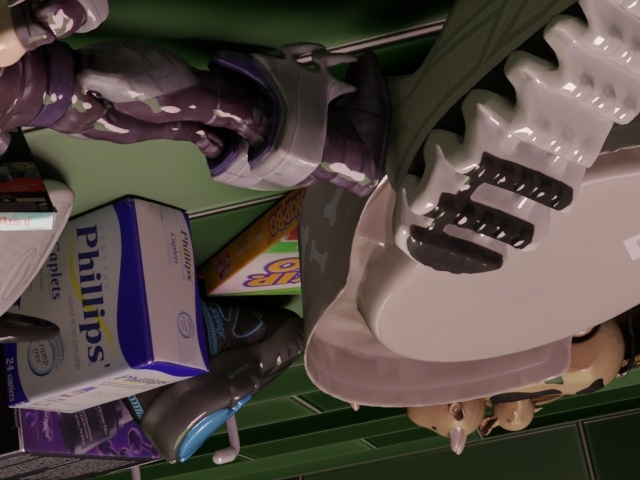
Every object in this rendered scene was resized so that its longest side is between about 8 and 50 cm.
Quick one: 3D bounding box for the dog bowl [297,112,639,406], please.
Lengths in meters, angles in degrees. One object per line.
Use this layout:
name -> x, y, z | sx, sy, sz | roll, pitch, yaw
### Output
dog bowl -> 0.143, -0.007, 0.813 | 0.348, 0.102, 0.349 | -15, 153, -8

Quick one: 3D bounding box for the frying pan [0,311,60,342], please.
frying pan -> -0.321, 0.046, 0.711 | 0.326, 0.053, 0.197 | 9, -163, -11

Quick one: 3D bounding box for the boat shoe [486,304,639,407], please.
boat shoe -> 0.324, 0.119, 1.467 | 0.307, 0.111, 0.104 | -16, 162, -14

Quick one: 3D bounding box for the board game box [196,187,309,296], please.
board game box -> 0.000, 0.000, 0.983 | 0.124, 0.039, 0.259 | 0, 163, -28

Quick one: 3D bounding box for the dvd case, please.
dvd case -> -0.192, -0.036, 0.631 | 0.087, 0.119, 0.013 | -2, 119, -24

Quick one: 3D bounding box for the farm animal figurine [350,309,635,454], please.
farm animal figurine -> 0.174, 0.132, 1.262 | 0.326, 0.172, 0.330 | -18, 163, 28

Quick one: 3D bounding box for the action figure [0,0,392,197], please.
action figure -> -0.111, -0.073, 0.571 | 0.285, 0.099, 0.185 | 6, 164, -34

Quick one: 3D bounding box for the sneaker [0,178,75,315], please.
sneaker -> -0.259, -0.011, 0.702 | 0.105, 0.147, 0.296 | -62, 172, 19

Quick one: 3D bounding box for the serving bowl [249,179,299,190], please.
serving bowl -> -0.017, -0.059, 0.778 | 0.083, 0.027, 0.083 | -10, 164, -3

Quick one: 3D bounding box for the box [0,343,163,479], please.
box -> -0.241, 0.124, 1.037 | 0.108, 0.153, 0.207 | -18, 163, 22

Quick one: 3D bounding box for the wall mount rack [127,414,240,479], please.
wall mount rack -> -0.278, 0.248, 1.466 | 0.350, 0.130, 0.304 | -24, 159, 37

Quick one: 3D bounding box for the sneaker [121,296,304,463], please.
sneaker -> -0.100, 0.087, 1.090 | 0.125, 0.140, 0.341 | -44, 176, 8

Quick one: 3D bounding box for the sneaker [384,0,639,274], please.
sneaker -> 0.130, -0.113, 0.571 | 0.292, 0.118, 0.110 | -41, 137, 25

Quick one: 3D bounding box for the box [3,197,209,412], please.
box -> -0.162, 0.050, 0.884 | 0.137, 0.126, 0.072 | -19, 160, 26
